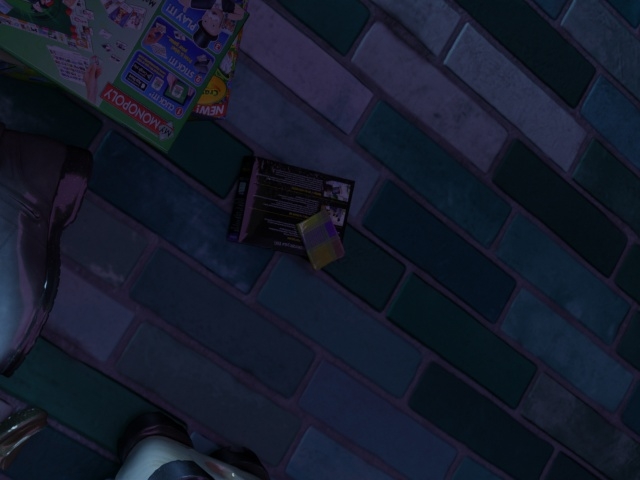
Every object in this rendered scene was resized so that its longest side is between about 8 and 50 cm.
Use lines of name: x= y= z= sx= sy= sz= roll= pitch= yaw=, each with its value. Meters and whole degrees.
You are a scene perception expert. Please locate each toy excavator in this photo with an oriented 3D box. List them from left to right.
toy excavator: x=-0.185 y=0.534 z=1.709 sx=0.433 sy=0.222 sz=0.445 roll=30 pitch=94 yaw=-27

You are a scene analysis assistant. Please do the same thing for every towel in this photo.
towel: x=0.000 y=0.000 z=1.799 sx=0.060 sy=0.009 sz=0.083 roll=-29 pitch=108 yaw=-22

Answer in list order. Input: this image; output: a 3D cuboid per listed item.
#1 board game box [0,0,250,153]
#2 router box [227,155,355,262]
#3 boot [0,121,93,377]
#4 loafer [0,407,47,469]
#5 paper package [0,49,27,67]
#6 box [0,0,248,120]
board game box: x=-0.246 y=-0.267 z=1.417 sx=0.317 sy=0.046 sz=0.213 roll=34 pitch=87 yaw=-48
router box: x=-0.044 y=-0.047 z=1.804 sx=0.179 sy=0.046 sz=0.133 roll=13 pitch=88 yaw=-28
boot: x=-0.454 y=-0.003 z=1.565 sx=0.223 sy=0.118 sz=0.338 roll=19 pitch=74 yaw=-25
loafer: x=-0.435 y=0.283 z=1.619 sx=0.148 sy=0.056 sz=0.050 roll=-32 pitch=109 yaw=-12
paper package: x=-0.429 y=-0.398 z=1.324 sx=0.309 sy=0.168 sz=0.325 roll=14 pitch=101 yaw=-48
box: x=-0.263 y=-0.328 z=1.594 sx=0.290 sy=0.177 sz=0.279 roll=11 pitch=90 yaw=-28
